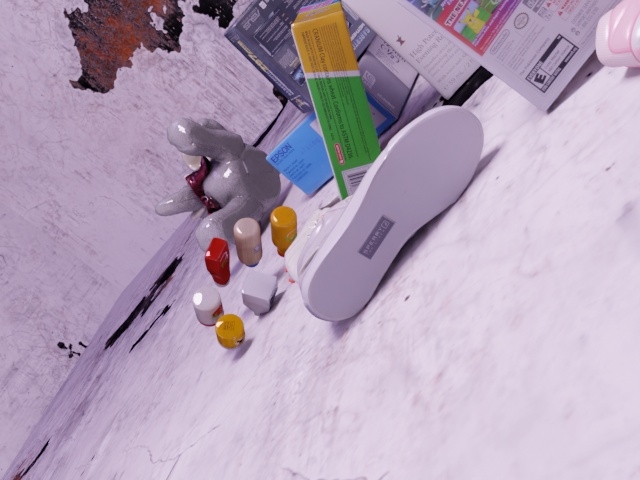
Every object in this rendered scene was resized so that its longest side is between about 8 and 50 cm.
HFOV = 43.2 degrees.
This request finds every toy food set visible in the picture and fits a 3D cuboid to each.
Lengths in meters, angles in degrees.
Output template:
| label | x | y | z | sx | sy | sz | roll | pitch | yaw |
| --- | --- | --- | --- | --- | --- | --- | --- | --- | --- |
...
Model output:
| label | x | y | z | sx | sy | sz | roll | pitch | yaw |
| --- | --- | --- | --- | --- | --- | --- | --- | --- | --- |
| toy food set | -0.113 | 0.061 | 1.185 | 0.104 | 0.111 | 0.232 | 90 | -164 | -58 |

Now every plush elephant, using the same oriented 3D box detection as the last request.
| label | x | y | z | sx | sy | sz | roll | pitch | yaw |
| --- | --- | --- | --- | --- | --- | --- | --- | --- | --- |
| plush elephant | -0.223 | -0.108 | 1.691 | 0.255 | 0.271 | 0.330 | -21 | 1 | 41 |

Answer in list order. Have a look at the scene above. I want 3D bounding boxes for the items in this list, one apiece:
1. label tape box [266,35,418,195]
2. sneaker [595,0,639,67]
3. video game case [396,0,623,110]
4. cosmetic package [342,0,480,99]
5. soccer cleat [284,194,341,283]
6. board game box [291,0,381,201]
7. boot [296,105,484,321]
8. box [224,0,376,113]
| label | x | y | z | sx | sy | sz | roll | pitch | yaw |
| --- | --- | --- | --- | --- | --- | --- | --- | --- | --- |
| label tape box | 0.064 | -0.273 | 1.471 | 0.249 | 0.115 | 0.347 | -39 | 19 | 41 |
| sneaker | 0.272 | -0.197 | 0.666 | 0.134 | 0.051 | 0.070 | -58 | 19 | -12 |
| video game case | 0.192 | -0.250 | 0.728 | 0.201 | 0.183 | 0.023 | -56 | -10 | 33 |
| cosmetic package | 0.125 | -0.314 | 1.097 | 0.117 | 0.231 | 0.085 | -47 | 14 | 15 |
| soccer cleat | 0.000 | 0.000 | 1.008 | 0.196 | 0.068 | 0.076 | -73 | 7 | -67 |
| board game box | 0.029 | -0.196 | 1.096 | 0.064 | 0.242 | 0.316 | -15 | 19 | 6 |
| boot | 0.059 | -0.040 | 0.856 | 0.258 | 0.095 | 0.123 | -51 | 19 | 6 |
| box | -0.013 | -0.350 | 1.296 | 0.232 | 0.183 | 0.059 | -53 | 18 | -15 |
